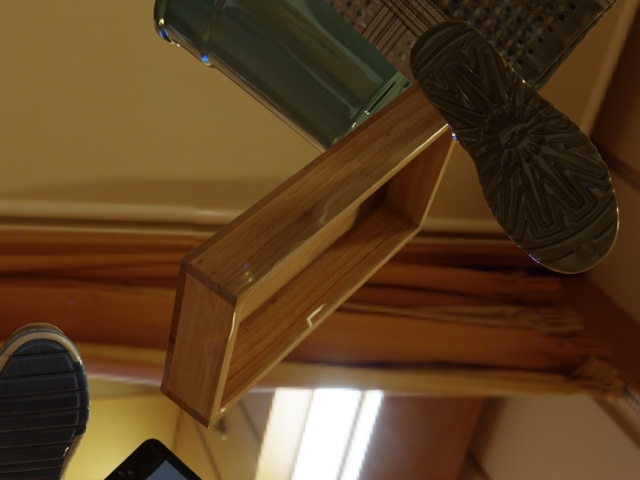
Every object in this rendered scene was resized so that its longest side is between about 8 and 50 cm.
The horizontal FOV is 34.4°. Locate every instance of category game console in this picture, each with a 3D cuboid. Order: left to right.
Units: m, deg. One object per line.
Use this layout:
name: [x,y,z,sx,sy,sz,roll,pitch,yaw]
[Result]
game console: [-0.134,0.224,0.841,0.122,0.107,0.071,39,-28,16]

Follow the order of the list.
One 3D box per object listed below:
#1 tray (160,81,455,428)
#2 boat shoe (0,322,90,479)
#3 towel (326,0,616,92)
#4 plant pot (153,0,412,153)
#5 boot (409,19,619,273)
tray: [0.000,0.000,1.100,0.076,0.411,0.202,34,-43,17]
boat shoe: [-0.186,0.118,0.643,0.066,0.066,0.183,-118,-143,-52]
towel: [0.165,-0.315,1.157,0.324,0.056,0.312,46,-58,4]
plant pot: [-0.007,-0.311,1.509,0.334,0.341,0.341,45,-39,9]
boot: [0.183,-0.068,0.900,0.089,0.269,0.236,-32,-105,12]
